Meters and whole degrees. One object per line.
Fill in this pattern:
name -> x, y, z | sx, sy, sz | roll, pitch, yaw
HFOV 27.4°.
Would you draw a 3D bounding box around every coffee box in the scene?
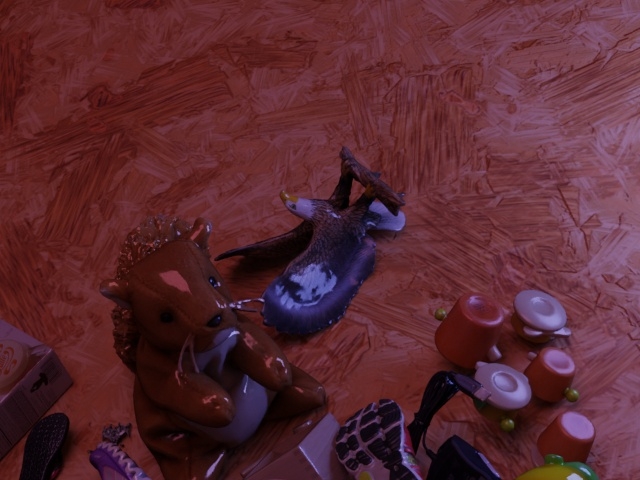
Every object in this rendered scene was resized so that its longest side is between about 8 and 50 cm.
coffee box -> -0.549, 0.266, 2.149 | 0.141, 0.098, 0.246 | 24, 59, 34

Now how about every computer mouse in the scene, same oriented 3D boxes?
computer mouse -> 0.210, 0.297, 1.812 | 0.262, 0.060, 0.184 | 39, 107, 53

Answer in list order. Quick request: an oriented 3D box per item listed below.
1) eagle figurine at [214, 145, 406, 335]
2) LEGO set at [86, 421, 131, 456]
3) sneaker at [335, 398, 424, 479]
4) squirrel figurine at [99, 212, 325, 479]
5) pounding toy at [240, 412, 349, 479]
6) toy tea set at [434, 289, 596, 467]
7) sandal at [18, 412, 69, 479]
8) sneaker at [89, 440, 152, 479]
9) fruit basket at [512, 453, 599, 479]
eagle figurine -> -0.009, -0.006, 2.197 | 0.298, 0.225, 0.226 | -52, 3, 8
LEGO set -> -0.336, 0.315, 2.087 | 0.054, 0.023, 0.083 | 16, 55, 30
sneaker -> 0.098, 0.334, 1.810 | 0.107, 0.118, 0.279 | -26, 33, 7
squirrel figurine -> -0.219, 0.127, 1.978 | 0.281, 0.370, 0.397 | -34, 46, -13
pounding toy -> -0.031, 0.337, 1.912 | 0.181, 0.094, 0.206 | -37, 0, 27
toy tea set -> 0.285, 0.215, 1.944 | 0.200, 0.124, 0.336 | 8, 41, -15
sandal -> -0.441, 0.359, 2.078 | 0.067, 0.040, 0.179 | 2, 64, 27
sneaker -> -0.286, 0.395, 1.957 | 0.104, 0.095, 0.236 | -44, 51, -12
fruit basket -> 0.262, 0.465, 1.576 | 0.392, 0.283, 0.392 | -9, 45, 9
